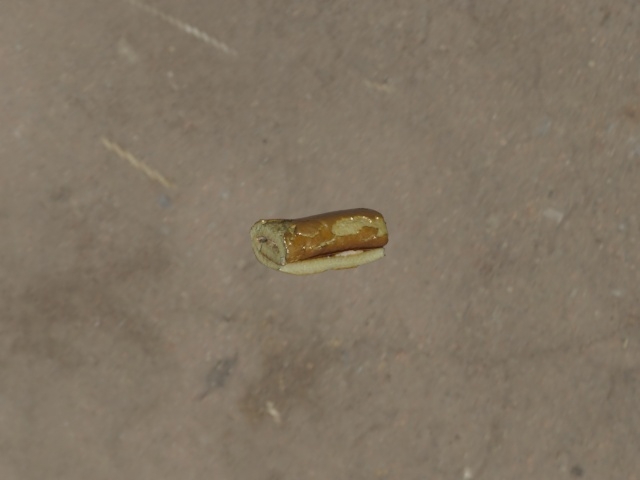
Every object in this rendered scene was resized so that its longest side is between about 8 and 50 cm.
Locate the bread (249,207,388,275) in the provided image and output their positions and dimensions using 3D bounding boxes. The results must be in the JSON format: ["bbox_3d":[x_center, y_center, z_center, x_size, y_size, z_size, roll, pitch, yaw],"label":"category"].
[{"bbox_3d":[0.000,0.000,0.833,0.047,0.083,0.036,14,107,53],"label":"bread"}]
